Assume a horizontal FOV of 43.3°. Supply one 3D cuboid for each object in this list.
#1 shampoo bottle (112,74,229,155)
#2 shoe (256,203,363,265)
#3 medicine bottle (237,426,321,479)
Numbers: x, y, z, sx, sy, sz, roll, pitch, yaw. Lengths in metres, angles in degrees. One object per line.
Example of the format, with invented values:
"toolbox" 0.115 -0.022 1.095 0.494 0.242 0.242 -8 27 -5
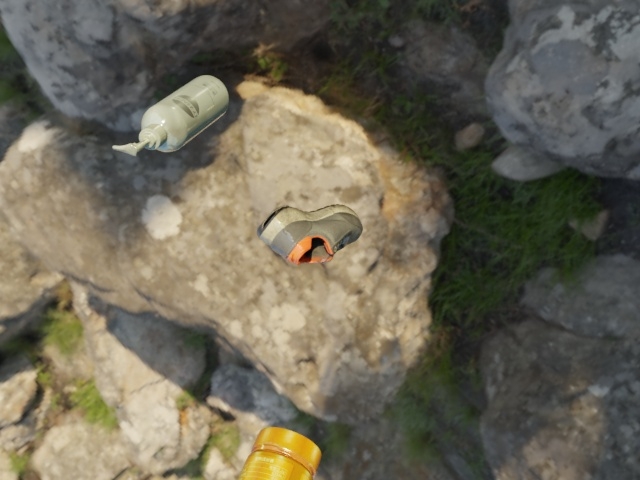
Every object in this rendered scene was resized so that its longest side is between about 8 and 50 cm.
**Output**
"shampoo bottle" -0.161 -0.132 0.896 0.056 0.195 0.056 7 118 13
"shoe" 0.001 0.000 1.100 0.077 0.194 0.074 50 118 27
"medicine bottle" -0.072 0.347 1.040 0.096 0.191 0.096 14 142 11
